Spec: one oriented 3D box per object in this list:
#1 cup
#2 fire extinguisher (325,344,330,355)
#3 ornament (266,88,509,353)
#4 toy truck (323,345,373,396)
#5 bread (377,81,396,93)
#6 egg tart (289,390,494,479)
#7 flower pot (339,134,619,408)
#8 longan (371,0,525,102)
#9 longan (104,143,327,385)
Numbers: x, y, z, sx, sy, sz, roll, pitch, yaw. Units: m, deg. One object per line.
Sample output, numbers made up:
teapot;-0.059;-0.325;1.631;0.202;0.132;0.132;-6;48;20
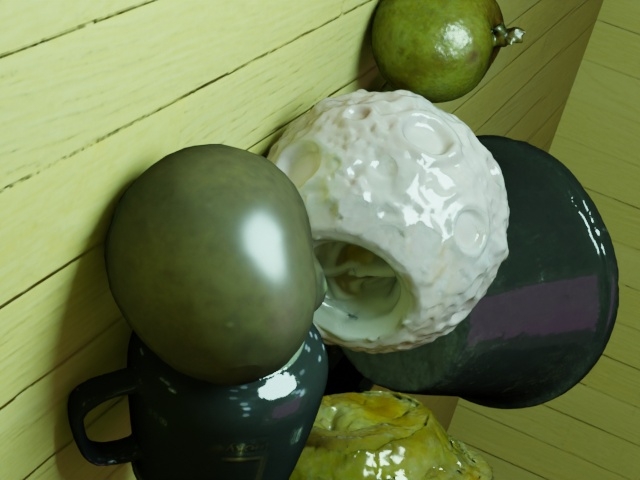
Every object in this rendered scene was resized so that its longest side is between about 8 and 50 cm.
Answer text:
cup;-0.109;0.142;1.248;0.223;0.169;0.176;-11;136;-24
fire extinguisher;-0.001;0.151;1.951;0.038;0.025;0.083;-92;-168;-50
ornament;0.058;-0.025;1.423;0.225;0.259;0.259;-63;168;-45
toy truck;0.027;0.214;2.046;0.191;0.085;0.116;-52;169;-46
bread;0.079;-0.129;1.727;0.156;0.064;0.117;-58;168;-39
egg tart;0.048;0.268;1.774;0.341;0.341;0.129;-34;125;-66
flower pot;0.172;0.070;1.896;0.251;0.379;0.379;-15;129;-51
longan;0.138;-0.221;1.586;0.145;0.176;0.154;58;40;-56
longan;-0.080;0.017;1.126;0.189;0.189;0.189;-60;165;-28
